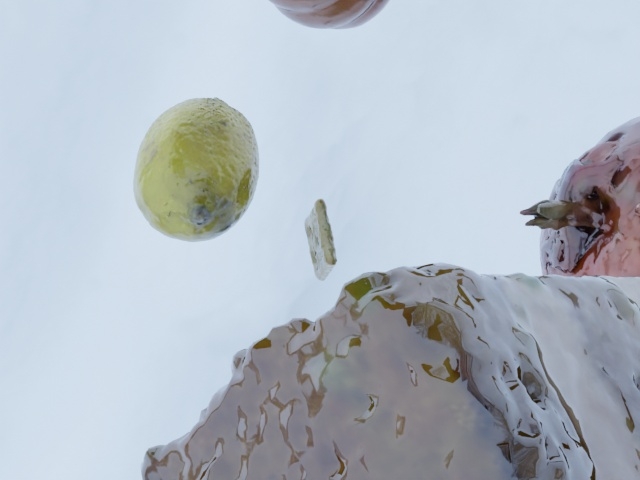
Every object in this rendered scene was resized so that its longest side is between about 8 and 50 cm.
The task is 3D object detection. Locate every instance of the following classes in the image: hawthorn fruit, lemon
[{"bbox_3d":[0.286,0.009,1.124,0.307,0.276,0.276,19,112,-34],"label":"hawthorn fruit"},{"bbox_3d":[-0.080,-0.049,0.924,0.082,0.111,0.082,6,141,5],"label":"lemon"}]

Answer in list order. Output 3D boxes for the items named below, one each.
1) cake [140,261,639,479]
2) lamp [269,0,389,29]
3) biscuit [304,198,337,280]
[{"bbox_3d":[0.099,0.125,0.538,0.196,0.293,0.199,-47,60,34],"label":"cake"},{"bbox_3d":[0.006,-0.335,1.502,0.196,0.223,0.223,-8,103,30],"label":"lamp"},{"bbox_3d":[0.000,0.000,1.663,0.018,0.081,0.083,-8,76,-14],"label":"biscuit"}]
